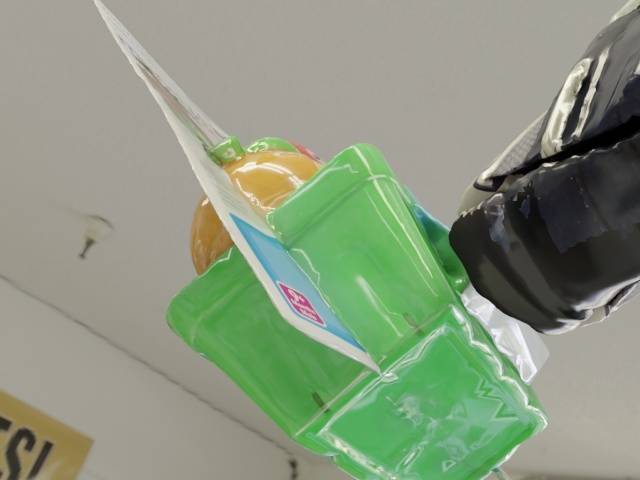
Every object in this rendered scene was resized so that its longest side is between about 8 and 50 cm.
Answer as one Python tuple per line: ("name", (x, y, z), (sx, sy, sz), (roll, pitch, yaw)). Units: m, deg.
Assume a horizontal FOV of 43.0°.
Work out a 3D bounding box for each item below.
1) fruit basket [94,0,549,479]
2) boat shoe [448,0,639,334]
("fruit basket", (0.000, 0.000, 0.569), (0.165, 0.353, 0.327), (-36, -43, 7))
("boat shoe", (0.215, -0.094, 0.386), (0.127, 0.340, 0.158), (45, -25, 2))
